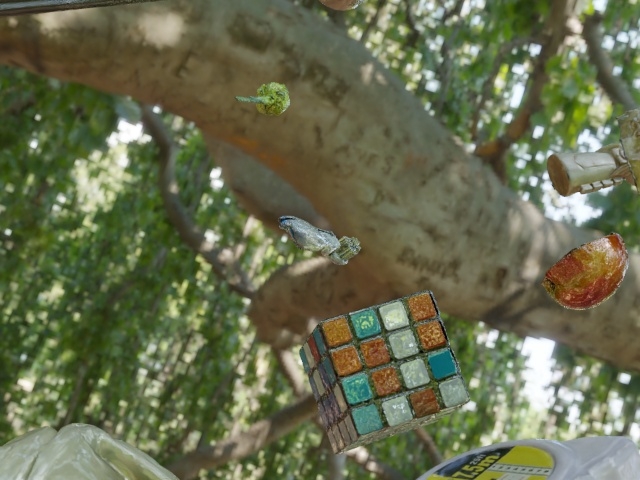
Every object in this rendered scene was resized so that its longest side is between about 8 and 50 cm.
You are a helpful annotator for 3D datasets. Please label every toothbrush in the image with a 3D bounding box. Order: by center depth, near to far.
[{"bbox_3d":[0.000,0.000,1.238,0.035,0.042,0.413,53,6,9],"label":"toothbrush"}]

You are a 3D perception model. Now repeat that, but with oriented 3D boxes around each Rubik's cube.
[{"bbox_3d":[0.077,0.169,1.326,0.155,0.151,0.154,-16,-15,-15],"label":"Rubik's cube"}]

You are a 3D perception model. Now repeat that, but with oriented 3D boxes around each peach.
[{"bbox_3d":[0.278,0.037,1.084,0.061,0.098,0.098,61,2,18],"label":"peach"}]

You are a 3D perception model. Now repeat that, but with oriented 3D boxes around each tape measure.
[{"bbox_3d":[0.150,0.230,0.829,0.196,0.105,0.178,-26,11,-33],"label":"tape measure"}]

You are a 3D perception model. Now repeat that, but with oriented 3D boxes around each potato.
[{"bbox_3d":[0.431,-0.073,1.283,0.081,0.200,0.164,-19,-22,22],"label":"potato"}]

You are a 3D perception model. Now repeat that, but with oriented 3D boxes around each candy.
[{"bbox_3d":[-0.064,-0.141,1.052,0.035,0.035,0.123,11,11,16],"label":"candy"}]

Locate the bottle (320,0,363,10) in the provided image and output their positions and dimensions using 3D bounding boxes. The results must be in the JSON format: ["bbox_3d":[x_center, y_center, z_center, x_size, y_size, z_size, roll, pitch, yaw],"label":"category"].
[{"bbox_3d":[0.069,-0.392,1.406,0.110,0.097,0.209,32,-25,-14],"label":"bottle"}]

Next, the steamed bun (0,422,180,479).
[{"bbox_3d":[-0.239,0.385,1.076,0.368,0.342,0.255,43,-26,-27],"label":"steamed bun"}]

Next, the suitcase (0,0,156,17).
[{"bbox_3d":[-0.242,-0.309,0.900,0.152,0.229,0.335,16,24,34],"label":"suitcase"}]

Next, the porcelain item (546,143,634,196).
[{"bbox_3d":[0.452,-0.112,1.577,0.213,0.084,0.054,-9,-37,-14],"label":"porcelain item"}]
